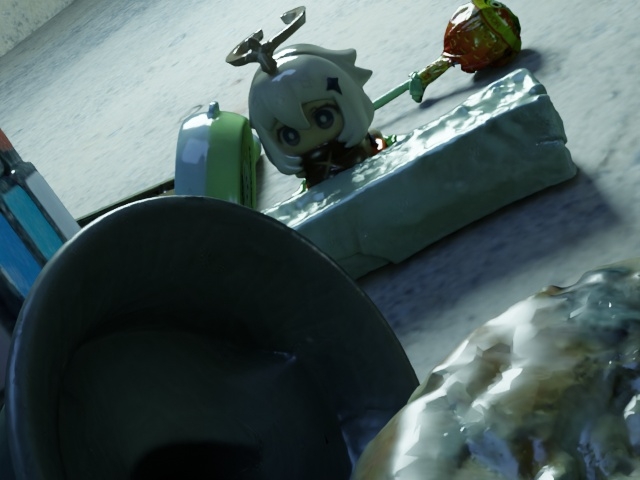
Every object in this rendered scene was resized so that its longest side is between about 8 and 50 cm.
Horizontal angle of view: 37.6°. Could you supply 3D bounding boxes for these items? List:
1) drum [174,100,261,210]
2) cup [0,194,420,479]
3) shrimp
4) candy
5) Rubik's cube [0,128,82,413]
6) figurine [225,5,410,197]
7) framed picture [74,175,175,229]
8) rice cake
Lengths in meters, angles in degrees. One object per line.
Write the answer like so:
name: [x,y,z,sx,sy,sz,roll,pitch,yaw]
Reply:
drum: [-0.076,-0.076,0.774,0.049,0.130,0.253,0,30,2]
cup: [-0.068,0.102,0.409,0.150,0.199,0.199,-37,18,39]
shrimp: [0.101,0.115,0.282,0.247,0.085,0.360,2,38,39]
candy: [0.077,-0.136,0.795,0.201,0.060,0.060,-31,24,21]
Rubik's cube: [-0.387,0.005,0.634,0.362,0.358,0.363,-33,15,-7]
figurine: [-0.007,-0.093,0.680,0.132,0.153,0.132,-26,25,14]
framed picture: [-0.212,0.014,0.893,0.266,0.018,0.192,-20,28,26]
rice cake: [0.000,0.000,0.610,0.336,0.066,0.063,-28,26,13]
